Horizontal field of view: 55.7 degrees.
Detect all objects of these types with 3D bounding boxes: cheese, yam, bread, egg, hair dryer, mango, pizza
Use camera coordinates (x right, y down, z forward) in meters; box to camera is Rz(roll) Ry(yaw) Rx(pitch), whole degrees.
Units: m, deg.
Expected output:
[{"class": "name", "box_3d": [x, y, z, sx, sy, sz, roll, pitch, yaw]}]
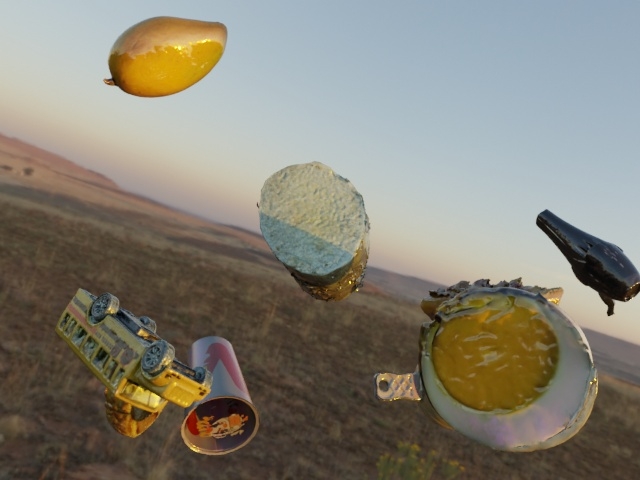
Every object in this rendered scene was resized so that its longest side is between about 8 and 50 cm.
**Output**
[{"class": "cheese", "box_3d": [0.228, 0.290, 1.202, 0.286, 0.163, 0.082, 11, -26, -26]}, {"class": "yam", "box_3d": [0.000, 0.000, 1.365, 0.240, 0.241, 0.348, 18, -16, 14]}, {"class": "bread", "box_3d": [-0.492, 0.419, 1.641, 0.096, 0.181, 0.222, 28, -43, 17]}, {"class": "egg", "box_3d": [0.321, 0.214, 1.051, 0.286, 0.265, 0.174, -3, -6, 22]}, {"class": "hair dryer", "box_3d": [0.685, 0.093, 1.536, 0.304, 0.120, 0.359, 49, 0, 45]}, {"class": "mango", "box_3d": [-0.357, -0.432, 1.412, 0.316, 0.177, 0.119, -24, 33, -20]}, {"class": "pizza", "box_3d": [0.373, 0.126, 1.334, 0.305, 0.086, 0.161, -8, 2, 10]}]

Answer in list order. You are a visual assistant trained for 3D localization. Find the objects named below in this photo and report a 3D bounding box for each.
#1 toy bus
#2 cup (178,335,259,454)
[{"class": "toy bus", "box_3d": [-0.327, 0.191, 1.032, 0.335, 0.123, 0.121, 25, -15, 43]}, {"class": "cup", "box_3d": [-0.283, 0.396, 1.622, 0.202, 0.203, 0.288, 19, 21, -24]}]
